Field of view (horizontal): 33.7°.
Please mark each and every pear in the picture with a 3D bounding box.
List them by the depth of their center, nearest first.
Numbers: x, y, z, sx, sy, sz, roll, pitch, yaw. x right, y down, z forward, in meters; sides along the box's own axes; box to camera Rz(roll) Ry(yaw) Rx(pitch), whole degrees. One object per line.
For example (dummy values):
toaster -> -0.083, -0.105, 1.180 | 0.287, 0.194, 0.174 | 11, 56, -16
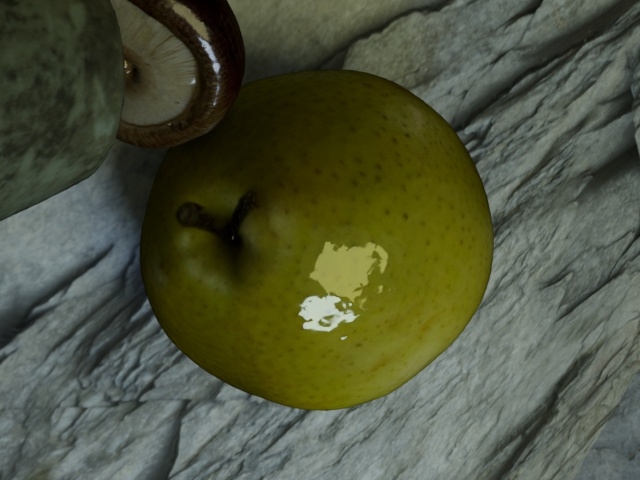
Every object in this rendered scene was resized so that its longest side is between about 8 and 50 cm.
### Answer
pear -> 0.000, 0.000, 1.120 | 0.418, 0.362, 0.362 | -3, 120, -58

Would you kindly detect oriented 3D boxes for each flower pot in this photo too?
flower pot -> -0.333, -0.120, 0.751 | 0.330, 0.294, 0.293 | -21, 131, -43

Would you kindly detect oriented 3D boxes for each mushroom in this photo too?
mushroom -> -0.162, -0.192, 0.942 | 0.194, 0.138, 0.231 | -5, 137, 10
